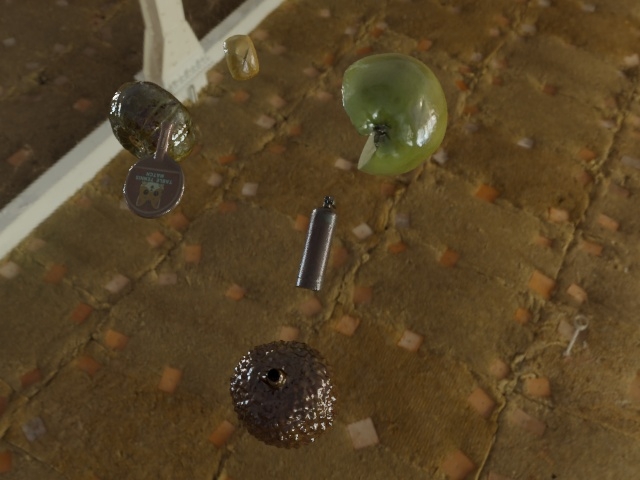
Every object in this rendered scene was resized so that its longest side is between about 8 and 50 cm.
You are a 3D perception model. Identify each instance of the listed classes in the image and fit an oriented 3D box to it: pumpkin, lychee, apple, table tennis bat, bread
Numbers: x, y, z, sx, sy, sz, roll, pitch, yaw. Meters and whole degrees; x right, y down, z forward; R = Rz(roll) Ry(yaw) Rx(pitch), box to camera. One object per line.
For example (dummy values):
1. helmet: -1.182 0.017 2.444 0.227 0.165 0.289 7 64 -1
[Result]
1. pumpkin: -0.381 -0.275 1.426 0.219 0.219 0.162 29 -119 20
2. lychee: -0.061 0.259 1.053 0.200 0.238 0.200 -3 -122 5
3. apple: 0.189 -0.301 1.493 0.234 0.294 0.257 -2 -150 14
4. table tennis bat: -0.265 -0.107 1.082 0.108 0.119 0.169 7 -101 11
5. bread: -0.204 -0.478 1.601 0.082 0.115 0.056 -17 -161 -13

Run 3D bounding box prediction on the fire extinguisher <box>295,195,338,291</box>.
1. fire extinguisher: 0.000 0.000 1.602 0.072 0.089 0.267 7 -102 27
